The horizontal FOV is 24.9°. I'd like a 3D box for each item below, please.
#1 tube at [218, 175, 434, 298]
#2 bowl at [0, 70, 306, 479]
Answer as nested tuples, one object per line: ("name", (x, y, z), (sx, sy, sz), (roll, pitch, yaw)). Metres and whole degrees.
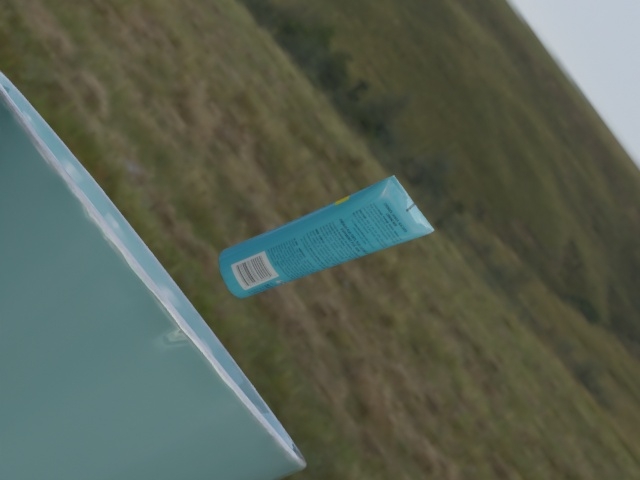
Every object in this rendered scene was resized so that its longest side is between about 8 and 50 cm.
("tube", (0.000, 0.000, 1.400), (0.080, 0.207, 0.052), (47, 33, -40))
("bowl", (-0.164, 0.062, 0.871), (0.311, 0.163, 0.311), (50, -4, 5))
